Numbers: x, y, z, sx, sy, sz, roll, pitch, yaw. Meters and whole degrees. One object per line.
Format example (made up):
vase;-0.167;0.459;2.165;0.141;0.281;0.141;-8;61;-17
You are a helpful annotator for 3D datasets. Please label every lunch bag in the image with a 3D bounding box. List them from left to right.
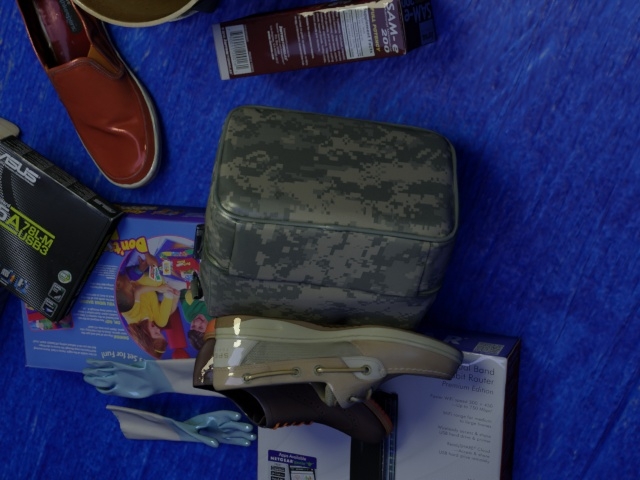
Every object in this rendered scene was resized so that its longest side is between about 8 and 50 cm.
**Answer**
lunch bag;0.000;0.000;1.596;0.305;0.212;0.256;6;134;-4

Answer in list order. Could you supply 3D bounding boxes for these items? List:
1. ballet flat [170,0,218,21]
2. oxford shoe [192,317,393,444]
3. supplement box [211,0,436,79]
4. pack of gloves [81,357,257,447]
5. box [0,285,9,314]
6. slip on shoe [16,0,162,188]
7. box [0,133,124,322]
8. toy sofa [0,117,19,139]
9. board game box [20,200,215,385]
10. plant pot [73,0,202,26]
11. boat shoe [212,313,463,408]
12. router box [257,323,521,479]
ballet flat;-0.226;-0.310;1.696;0.203;0.074;0.074;-1;105;4
oxford shoe;-0.037;0.199;1.631;0.271;0.098;0.097;28;153;-14
supplement box;0.005;-0.250;1.601;0.239;0.130;0.073;-4;103;21
pack of gloves;-0.212;0.234;1.810;0.232;0.046;0.195;-2;138;26
box;-0.601;0.060;1.903;0.270;0.143;0.165;30;114;3
slip on shoe;-0.312;-0.218;1.751;0.123;0.101;0.331;-18;99;23
box;-0.383;-0.014;1.777;0.190;0.045;0.184;35;117;5
toy sofa;-0.610;-0.152;1.862;0.362;0.177;0.150;34;129;8
board game box;-0.246;0.070;1.819;0.347;0.078;0.233;5;106;20
plant pot;-0.168;-0.384;1.561;0.237;0.254;0.237;6;107;19
boat shoe;0.021;0.150;1.562;0.302;0.109;0.098;7;79;-16
router box;0.083;0.256;1.742;0.335;0.082;0.301;6;107;20
